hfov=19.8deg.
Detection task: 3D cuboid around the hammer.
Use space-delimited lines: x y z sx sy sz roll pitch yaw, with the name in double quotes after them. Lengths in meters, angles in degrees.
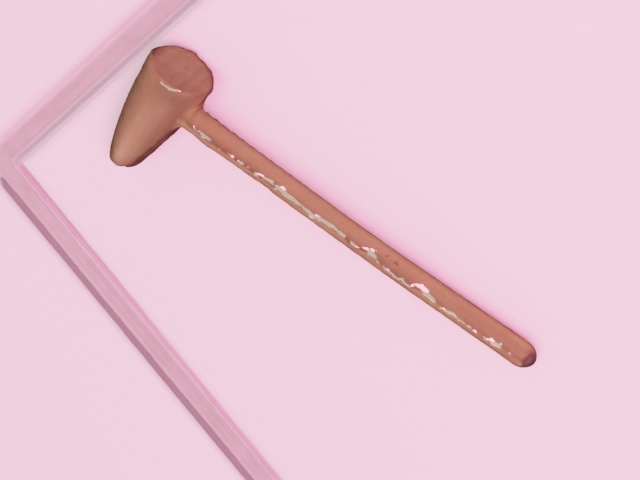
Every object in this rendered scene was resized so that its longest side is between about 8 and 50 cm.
0.000 0.000 0.736 0.195 0.028 0.060 36 127 4 "hammer"
